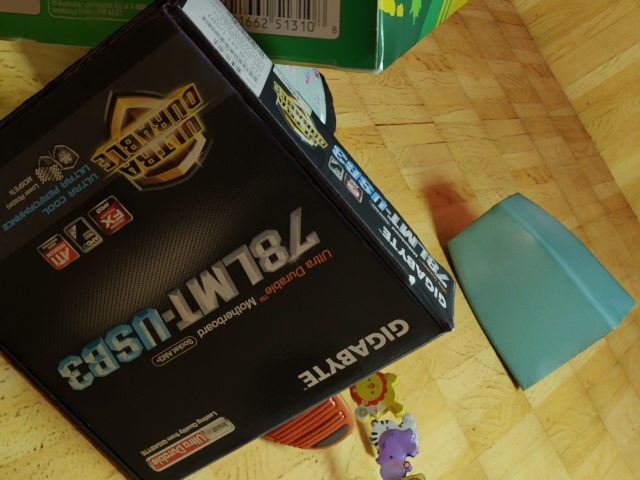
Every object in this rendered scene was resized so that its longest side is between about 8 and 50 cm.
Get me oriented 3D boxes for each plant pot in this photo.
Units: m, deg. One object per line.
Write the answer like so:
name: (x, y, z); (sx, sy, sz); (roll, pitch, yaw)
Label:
plant pot: (0.302, 0.059, 1.676); (0.234, 0.165, 0.165); (53, 25, 7)

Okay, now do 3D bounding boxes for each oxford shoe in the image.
oxford shoe: (-0.066, 0.088, 1.052); (0.271, 0.097, 0.098); (45, 23, -26)

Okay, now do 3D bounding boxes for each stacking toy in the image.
stacking toy: (0.079, 0.247, 1.120); (0.167, 0.052, 0.221); (65, 11, -65)

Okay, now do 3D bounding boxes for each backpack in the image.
backpack: (-0.066, -0.163, 1.304); (0.182, 0.115, 0.152); (20, 47, -49)

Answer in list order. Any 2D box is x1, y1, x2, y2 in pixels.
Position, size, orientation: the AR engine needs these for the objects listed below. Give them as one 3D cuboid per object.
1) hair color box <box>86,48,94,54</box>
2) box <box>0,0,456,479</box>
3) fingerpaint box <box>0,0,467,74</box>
hair color box: (-0.196, -0.167, 1.124); (0.043, 0.072, 0.141); (45, 27, -24)
box: (-0.106, 0.013, 0.828); (0.293, 0.295, 0.073); (50, 27, -18)
fingerpaint box: (-0.116, -0.267, 0.948); (0.371, 0.444, 0.163); (-47, 142, -63)
